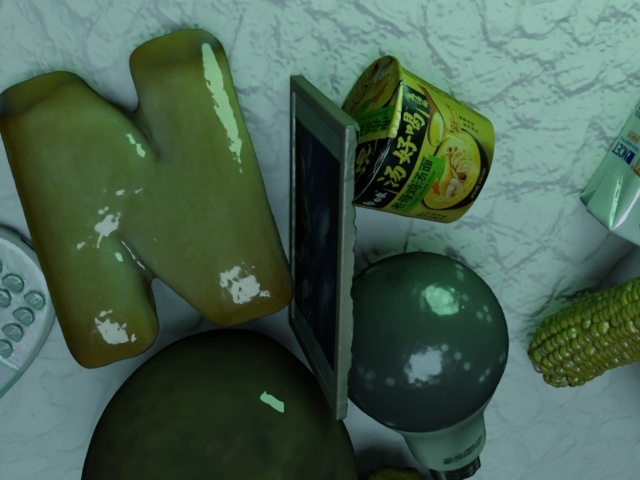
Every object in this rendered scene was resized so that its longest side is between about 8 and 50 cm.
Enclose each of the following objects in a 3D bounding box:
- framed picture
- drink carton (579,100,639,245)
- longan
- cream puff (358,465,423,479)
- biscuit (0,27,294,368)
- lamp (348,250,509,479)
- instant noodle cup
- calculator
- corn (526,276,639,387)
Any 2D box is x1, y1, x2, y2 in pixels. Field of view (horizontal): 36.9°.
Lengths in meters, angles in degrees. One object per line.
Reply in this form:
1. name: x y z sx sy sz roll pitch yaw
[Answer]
1. framed picture: 0.000 0.000 0.913 0.019 0.209 0.281 -5 111 -13
2. drink carton: 0.399 -0.129 0.940 0.130 0.106 0.315 25 108 -11
3. longan: -0.103 0.254 0.938 0.288 0.350 0.288 -1 147 -1
4. cream puff: 0.067 0.373 1.091 0.244 0.196 0.244 -2 143 -2
5. biscuit: -0.170 -0.040 0.919 0.236 0.062 0.291 -16 90 5
6. lamp: 0.133 0.143 1.012 0.182 0.182 0.314 -33 127 9
7. instant noodle cup: 0.086 -0.087 0.925 0.122 0.151 0.151 20 110 -23
8. calculator: -0.405 0.104 1.018 0.295 0.042 0.184 -43 108 10
9. corn: 0.324 0.079 0.973 0.086 0.086 0.288 37 141 -16
